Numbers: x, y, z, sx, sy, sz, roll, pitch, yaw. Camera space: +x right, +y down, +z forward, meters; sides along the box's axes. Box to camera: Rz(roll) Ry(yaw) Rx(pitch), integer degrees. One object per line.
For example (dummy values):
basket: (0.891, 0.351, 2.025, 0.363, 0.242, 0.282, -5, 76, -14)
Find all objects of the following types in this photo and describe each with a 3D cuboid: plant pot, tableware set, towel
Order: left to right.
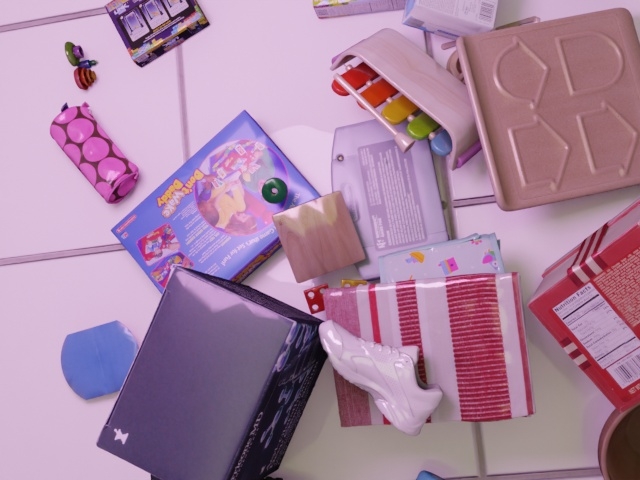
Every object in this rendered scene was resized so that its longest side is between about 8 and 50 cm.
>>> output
towel: (0.173, 0.180, 1.382, 0.329, 0.037, 0.237, -7, 90, 20)
tableware set: (0.330, -0.342, 1.572, 0.194, 0.039, 0.128, -16, 80, 9)
plant pot: (0.568, 0.332, 1.385, 0.238, 0.110, 0.237, 1, 103, 4)

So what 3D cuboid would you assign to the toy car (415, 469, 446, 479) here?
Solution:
toy car: (0.208, 0.528, 1.363, 0.210, 0.238, 0.219, 29, 86, -3)

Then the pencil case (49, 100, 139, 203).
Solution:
pencil case: (-0.443, -0.174, 1.674, 0.098, 0.095, 0.209, -39, 79, -12)

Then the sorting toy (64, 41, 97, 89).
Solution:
sorting toy: (-0.481, -0.358, 1.718, 0.042, 0.061, 0.101, -13, 103, 8)

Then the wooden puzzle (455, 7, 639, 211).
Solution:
wooden puzzle: (0.427, -0.229, 1.496, 0.348, 0.080, 0.322, -11, 81, -10)

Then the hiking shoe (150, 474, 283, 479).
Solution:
hiking shoe: (-0.178, 0.483, 1.524, 0.304, 0.113, 0.132, 11, 107, 23)

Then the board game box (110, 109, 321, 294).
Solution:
board game box: (-0.192, -0.044, 1.612, 0.347, 0.078, 0.233, -41, 78, 3)

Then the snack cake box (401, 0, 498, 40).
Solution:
snack cake box: (0.253, -0.509, 1.544, 0.152, 0.089, 0.264, 14, 78, -9)

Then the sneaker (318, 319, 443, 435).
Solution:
sneaker: (0.101, 0.196, 1.353, 0.232, 0.090, 0.115, 42, 98, 5)

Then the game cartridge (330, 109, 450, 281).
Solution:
game cartridge: (0.123, -0.081, 1.571, 0.198, 0.062, 0.297, -12, 81, 13)

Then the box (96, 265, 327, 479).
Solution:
box: (-0.147, 0.230, 1.405, 0.212, 0.395, 0.293, 23, 88, 13)

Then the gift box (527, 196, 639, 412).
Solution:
gift box: (0.507, 0.108, 1.348, 0.255, 0.258, 0.276, -37, 88, 27)

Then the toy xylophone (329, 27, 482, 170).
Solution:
toy xylophone: (0.147, -0.255, 1.509, 0.236, 0.081, 0.322, -29, 68, -33)

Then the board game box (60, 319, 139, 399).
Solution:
board game box: (-0.421, 0.232, 1.644, 0.169, 0.033, 0.133, -17, 85, 13)

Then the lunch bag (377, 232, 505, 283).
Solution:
lunch bag: (0.225, 0.129, 1.471, 0.224, 0.160, 0.262, -11, 87, 10)

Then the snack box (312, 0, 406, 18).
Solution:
snack box: (0.087, -0.530, 1.627, 0.207, 0.070, 0.174, -4, 82, 11)

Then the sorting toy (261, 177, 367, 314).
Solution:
sorting toy: (0.000, 0.000, 1.525, 0.132, 0.046, 0.274, -21, 98, 3)

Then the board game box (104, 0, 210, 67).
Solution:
board game box: (-0.331, -0.455, 1.708, 0.170, 0.048, 0.141, -30, 76, 6)
